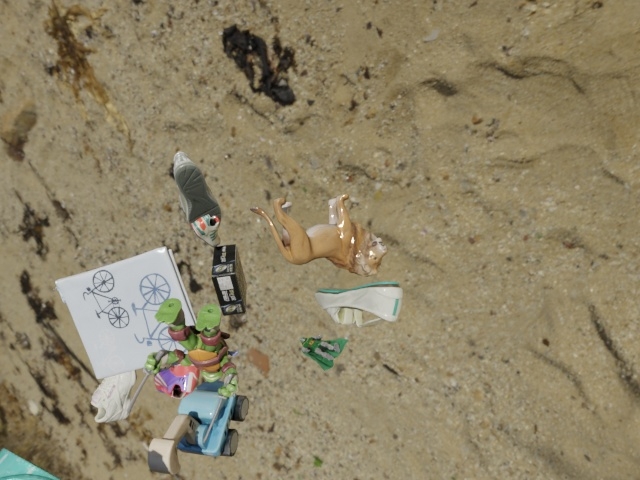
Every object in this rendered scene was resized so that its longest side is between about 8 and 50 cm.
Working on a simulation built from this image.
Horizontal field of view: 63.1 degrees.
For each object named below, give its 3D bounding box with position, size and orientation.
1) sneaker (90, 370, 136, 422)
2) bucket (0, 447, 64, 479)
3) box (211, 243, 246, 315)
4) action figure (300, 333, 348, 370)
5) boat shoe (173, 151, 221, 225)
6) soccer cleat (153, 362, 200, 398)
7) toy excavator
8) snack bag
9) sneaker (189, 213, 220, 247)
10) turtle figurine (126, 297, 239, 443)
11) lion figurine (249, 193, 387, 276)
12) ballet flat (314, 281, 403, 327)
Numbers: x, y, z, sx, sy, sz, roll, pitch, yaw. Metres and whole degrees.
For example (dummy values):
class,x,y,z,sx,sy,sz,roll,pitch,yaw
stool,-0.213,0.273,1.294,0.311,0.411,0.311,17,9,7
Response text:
class,x,y,z,sx,sy,sz,roll,pitch,yaw
sneaker,-0.820,0.585,2.067,0.114,0.152,0.306,16,101,40
bucket,-0.827,0.713,1.431,0.281,0.183,0.281,20,148,13
box,-0.295,0.128,1.694,0.147,0.077,0.180,-98,1,-51
action figure,-0.010,0.384,1.882,0.064,0.137,0.232,54,155,-19
boat shoe,-0.420,-0.150,1.765,0.321,0.118,0.103,77,168,-46
soccer cleat,-0.487,0.480,1.740,0.318,0.108,0.117,-39,42,47
toy excavator,-0.470,0.691,1.954,0.222,0.433,0.445,2,140,13
snack bag,-0.523,0.212,1.447,0.037,0.342,0.323,-82,-26,-78
sneaker,-0.331,-0.033,1.600,0.057,0.075,0.161,53,-178,24
turtle figurine,-0.278,0.272,1.124,0.197,0.274,0.267,32,140,34
lion figurine,0.000,0.000,1.451,0.142,0.391,0.241,-13,85,62
ballet flat,0.100,0.202,1.606,0.400,0.139,0.139,-13,108,56
